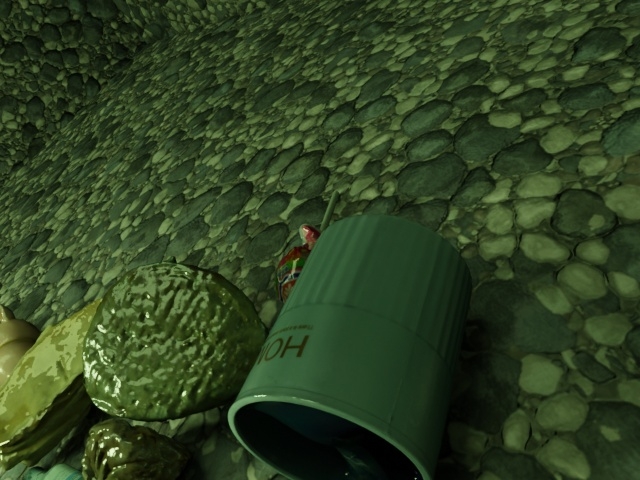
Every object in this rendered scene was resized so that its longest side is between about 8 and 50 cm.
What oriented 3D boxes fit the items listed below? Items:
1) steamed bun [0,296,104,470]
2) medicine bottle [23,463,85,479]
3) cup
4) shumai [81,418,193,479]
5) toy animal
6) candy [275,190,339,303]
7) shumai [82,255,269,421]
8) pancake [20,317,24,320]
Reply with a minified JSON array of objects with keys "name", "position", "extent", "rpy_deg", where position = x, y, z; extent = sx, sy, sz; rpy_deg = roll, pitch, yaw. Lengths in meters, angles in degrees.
[{"name":"steamed bun","position":[-0.520,0.268,1.334],"extent":[0.247,0.189,0.428],"rpy_deg":[27,67,29]},{"name":"medicine bottle","position":[-0.477,0.456,1.145],"extent":[0.208,0.053,0.090],"rpy_deg":[-2,49,43]},{"name":"cup","position":[0.057,0.171,0.870],"extent":[0.257,0.331,0.311],"rpy_deg":[16,52,11]},{"name":"shumai","position":[-0.309,0.383,0.995],"extent":[0.206,0.166,0.175],"rpy_deg":[-34,33,54]},{"name":"toy animal","position":[-0.722,0.281,1.493],"extent":[0.149,0.165,0.248],"rpy_deg":[-36,40,-7]},{"name":"candy","position":[0.000,0.000,1.237],"extent":[0.124,0.124,0.365],"rpy_deg":[-19,29,26]},{"name":"shumai","position":[-0.232,0.182,1.157],"extent":[0.330,0.288,0.291],"rpy_deg":[3,76,8]},{"name":"pancake","position":[-0.849,0.339,1.568],"extent":[0.197,0.054,0.376],"rpy_deg":[120,167,-50]}]
